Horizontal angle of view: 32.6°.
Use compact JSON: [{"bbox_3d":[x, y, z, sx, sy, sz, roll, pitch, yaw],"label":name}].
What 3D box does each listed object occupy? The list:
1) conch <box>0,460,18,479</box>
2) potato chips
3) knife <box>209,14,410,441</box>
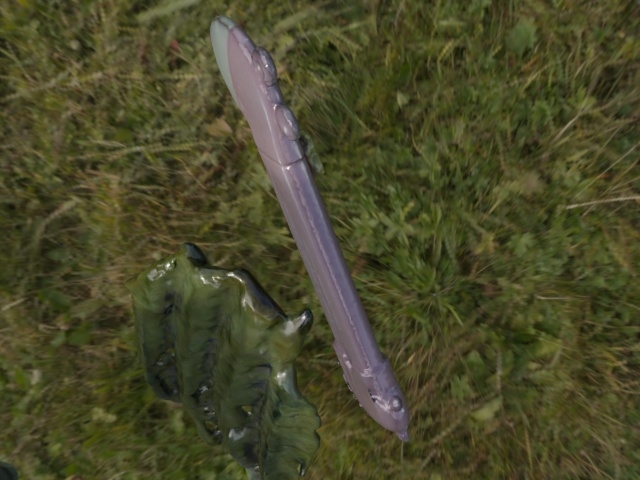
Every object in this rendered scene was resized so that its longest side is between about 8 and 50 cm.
[{"bbox_3d":[-0.182,0.113,0.393,0.233,0.114,0.137,-16,79,45],"label":"conch"},{"bbox_3d":[-0.037,0.068,0.455,0.092,0.208,0.028,32,61,19],"label":"potato chips"},{"bbox_3d":[0.001,0.000,0.905,0.038,0.132,0.399,-27,118,-12],"label":"knife"}]
